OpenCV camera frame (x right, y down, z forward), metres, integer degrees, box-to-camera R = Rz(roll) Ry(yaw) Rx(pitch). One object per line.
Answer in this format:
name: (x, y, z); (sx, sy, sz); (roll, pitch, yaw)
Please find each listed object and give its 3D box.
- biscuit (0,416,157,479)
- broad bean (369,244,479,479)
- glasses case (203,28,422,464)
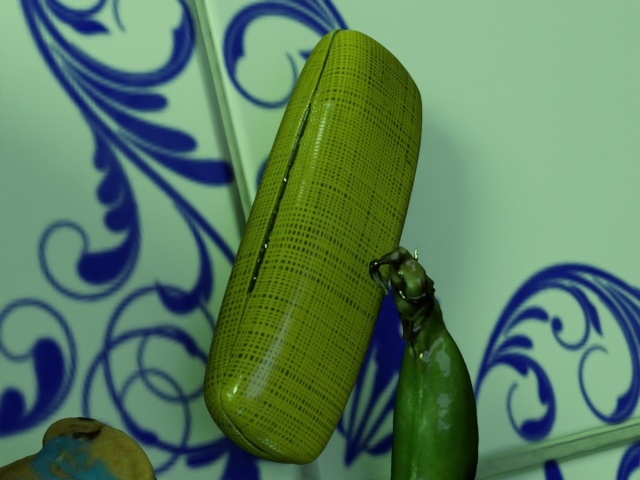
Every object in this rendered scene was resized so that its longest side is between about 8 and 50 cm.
biscuit: (-0.137, 0.165, 0.541); (0.280, 0.183, 0.043); (-59, 152, -46)
broad bean: (0.018, 0.156, 0.722); (0.144, 0.049, 0.292); (52, 51, -47)
glasses case: (0.000, 0.000, 0.774); (0.079, 0.064, 0.234); (43, 52, -39)
